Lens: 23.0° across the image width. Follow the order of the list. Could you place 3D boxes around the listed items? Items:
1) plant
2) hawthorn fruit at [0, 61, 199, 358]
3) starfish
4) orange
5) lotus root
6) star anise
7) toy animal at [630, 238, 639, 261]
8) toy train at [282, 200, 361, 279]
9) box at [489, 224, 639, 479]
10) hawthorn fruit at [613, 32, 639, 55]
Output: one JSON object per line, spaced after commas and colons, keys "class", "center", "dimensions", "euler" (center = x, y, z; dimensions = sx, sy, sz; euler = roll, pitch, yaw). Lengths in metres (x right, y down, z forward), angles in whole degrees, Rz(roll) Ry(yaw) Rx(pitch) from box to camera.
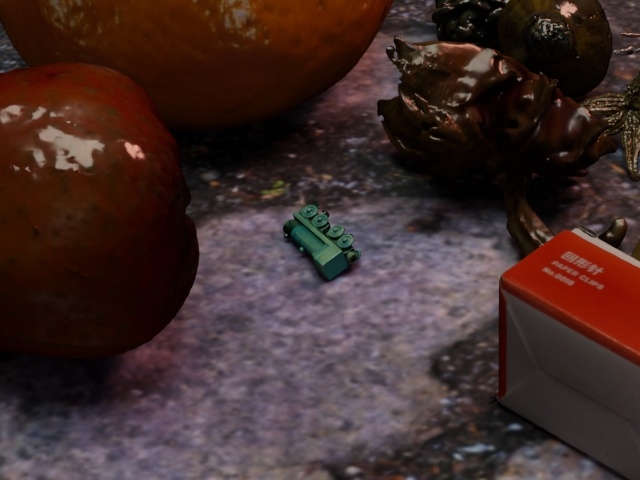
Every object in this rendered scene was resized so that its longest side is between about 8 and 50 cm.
{"class": "plant", "center": [0.159, -0.239, 1.657], "dimensions": [0.094, 0.092, 0.143], "euler": [0, 29, -7]}
{"class": "hawthorn fruit", "center": [-0.254, -0.011, 1.273], "dimensions": [0.300, 0.254, 0.254], "euler": [-13, 38, -7]}
{"class": "starfish", "center": [0.302, -0.130, 1.497], "dimensions": [0.133, 0.130, 0.041], "euler": [27, 9, 27]}
{"class": "orange", "center": [-0.123, -0.307, 1.573], "dimensions": [0.423, 0.326, 0.424], "euler": [-4, 38, 3]}
{"class": "lotus root", "center": [0.229, -0.194, 1.535], "dimensions": [0.120, 0.120, 0.209], "euler": [4, 3, 9]}
{"class": "star anise", "center": [0.170, -0.083, 1.402], "dimensions": [0.237, 0.148, 0.346], "euler": [24, 16, -41]}
{"class": "toy animal", "center": [0.365, 0.024, 1.248], "dimensions": [0.281, 0.195, 0.169], "euler": [-3, -2, -5]}
{"class": "toy train", "center": [0.000, 0.000, 1.411], "dimensions": [0.045, 0.029, 0.092], "euler": [-35, 42, -13]}
{"class": "box", "center": [0.226, 0.090, 1.188], "dimensions": [0.099, 0.133, 0.182], "euler": [-31, 44, -33]}
{"class": "hawthorn fruit", "center": [0.427, -0.216, 1.524], "dimensions": [0.299, 0.211, 0.211], "euler": [-16, 38, 0]}
